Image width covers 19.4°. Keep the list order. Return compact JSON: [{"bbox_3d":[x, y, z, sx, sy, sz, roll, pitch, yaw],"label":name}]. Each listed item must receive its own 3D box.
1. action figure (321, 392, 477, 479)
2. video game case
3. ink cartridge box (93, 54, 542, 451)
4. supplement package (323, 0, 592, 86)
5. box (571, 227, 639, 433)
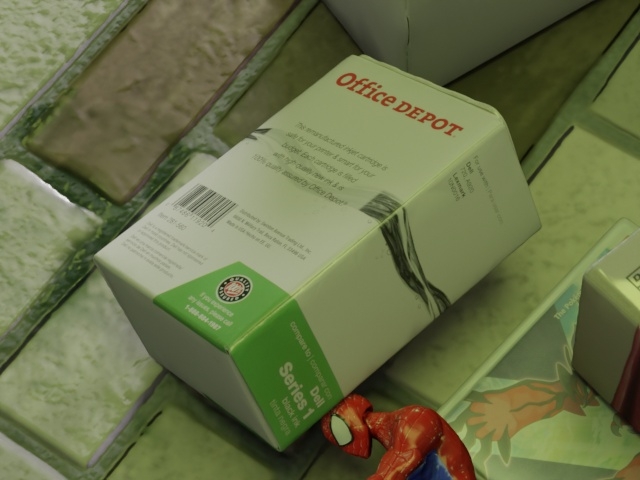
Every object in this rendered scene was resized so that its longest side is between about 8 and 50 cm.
[{"bbox_3d":[0.092,0.194,1.042,0.280,0.091,0.139,36,79,22],"label":"action figure"},{"bbox_3d":[0.193,0.104,1.131,0.183,0.023,0.201,37,69,22],"label":"video game case"},{"bbox_3d":[0.000,0.000,1.130,0.219,0.093,0.160,-38,38,-17],"label":"ink cartridge box"},{"bbox_3d":[0.130,-0.262,1.254,0.293,0.177,0.175,-30,63,-14],"label":"supplement package"},{"bbox_3d":[0.274,0.080,1.055,0.148,0.127,0.232,-36,64,-16],"label":"box"}]
